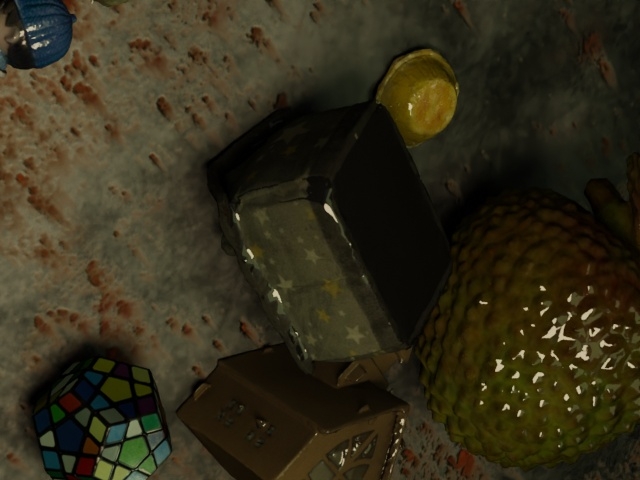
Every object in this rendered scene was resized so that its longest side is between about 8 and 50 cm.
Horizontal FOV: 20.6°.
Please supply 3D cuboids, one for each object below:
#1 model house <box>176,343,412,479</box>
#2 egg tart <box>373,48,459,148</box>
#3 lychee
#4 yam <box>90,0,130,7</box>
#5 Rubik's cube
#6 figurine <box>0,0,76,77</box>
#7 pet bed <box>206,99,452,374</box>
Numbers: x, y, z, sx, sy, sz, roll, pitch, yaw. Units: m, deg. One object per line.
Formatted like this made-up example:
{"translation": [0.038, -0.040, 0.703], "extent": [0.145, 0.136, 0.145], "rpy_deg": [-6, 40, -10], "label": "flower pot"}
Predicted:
{"translation": [0.028, 0.154, 1.685], "extent": [0.248, 0.181, 0.176], "rpy_deg": [-46, 129, -13], "label": "model house"}
{"translation": [0.100, -0.136, 1.723], "extent": [0.105, 0.039, 0.105], "rpy_deg": [-16, 118, -33], "label": "egg tart"}
{"translation": [0.234, 0.074, 1.762], "extent": [0.270, 0.270, 0.320], "rpy_deg": [48, 62, -38], "label": "lychee"}
{"translation": [-0.213, -0.281, 1.361], "extent": [0.254, 0.154, 0.154], "rpy_deg": [32, 87, -43], "label": "yam"}
{"translation": [-0.193, 0.167, 1.565], "extent": [0.112, 0.133, 0.133], "rpy_deg": [0, 109, -66], "label": "Rubik's cube"}
{"translation": [-0.259, -0.150, 1.422], "extent": [0.136, 0.079, 0.077], "rpy_deg": [-54, 171, -14], "label": "figurine"}
{"translation": [0.000, 0.000, 1.616], "extent": [0.211, 0.159, 0.183], "rpy_deg": [63, 34, -26], "label": "pet bed"}
